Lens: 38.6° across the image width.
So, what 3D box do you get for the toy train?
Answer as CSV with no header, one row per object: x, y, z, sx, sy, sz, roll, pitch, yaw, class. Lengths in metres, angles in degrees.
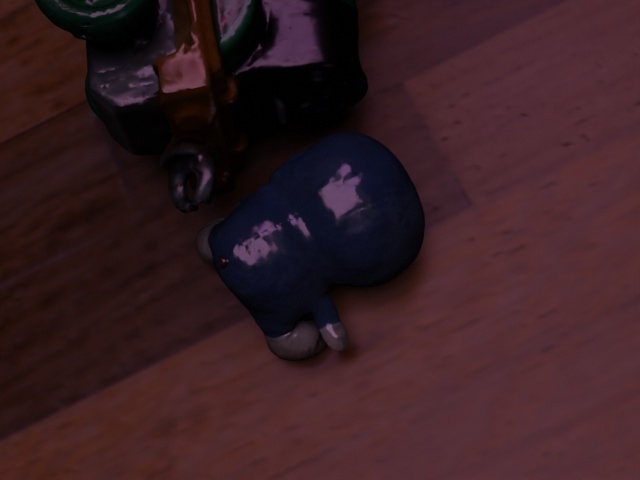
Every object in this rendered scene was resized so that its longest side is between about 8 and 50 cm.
-0.039,-0.122,0.369,0.136,0.091,0.228,-9,70,-3,toy train

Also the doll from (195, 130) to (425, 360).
0.000,0.000,0.342,0.083,0.050,0.076,-35,73,-4,doll
